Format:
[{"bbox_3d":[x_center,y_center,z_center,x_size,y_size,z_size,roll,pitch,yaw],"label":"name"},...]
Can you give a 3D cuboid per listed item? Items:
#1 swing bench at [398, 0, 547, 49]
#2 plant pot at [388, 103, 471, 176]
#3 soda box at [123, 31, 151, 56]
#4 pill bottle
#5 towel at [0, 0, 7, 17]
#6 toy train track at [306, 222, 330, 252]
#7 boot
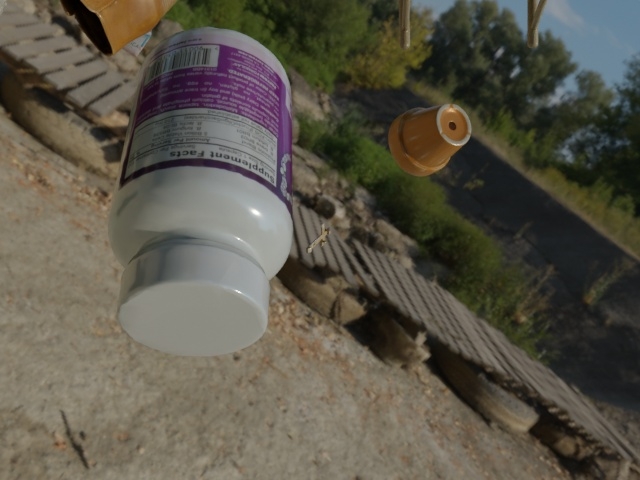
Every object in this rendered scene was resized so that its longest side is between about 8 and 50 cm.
[{"bbox_3d":[0.265,-0.490,1.155,0.165,0.253,0.255,78,11,-71],"label":"swing bench"},{"bbox_3d":[0.336,-0.313,1.936,0.205,0.205,0.188,36,-25,-16],"label":"plant pot"},{"bbox_3d":[-0.381,-0.462,1.345,0.058,0.063,0.183,25,40,-32],"label":"soda box"},{"bbox_3d":[-0.110,-0.050,0.631,0.169,0.169,0.302,30,43,-36],"label":"pill bottle"},{"bbox_3d":[-0.488,-0.392,0.756,0.282,0.187,0.049,22,-5,-41],"label":"towel"},{"bbox_3d":[0.000,0.000,1.205,0.014,0.048,0.083,17,36,25],"label":"toy train track"},{"bbox_3d":[-0.334,-0.453,0.995,0.104,0.211,0.295,3,-48,35],"label":"boot"}]
